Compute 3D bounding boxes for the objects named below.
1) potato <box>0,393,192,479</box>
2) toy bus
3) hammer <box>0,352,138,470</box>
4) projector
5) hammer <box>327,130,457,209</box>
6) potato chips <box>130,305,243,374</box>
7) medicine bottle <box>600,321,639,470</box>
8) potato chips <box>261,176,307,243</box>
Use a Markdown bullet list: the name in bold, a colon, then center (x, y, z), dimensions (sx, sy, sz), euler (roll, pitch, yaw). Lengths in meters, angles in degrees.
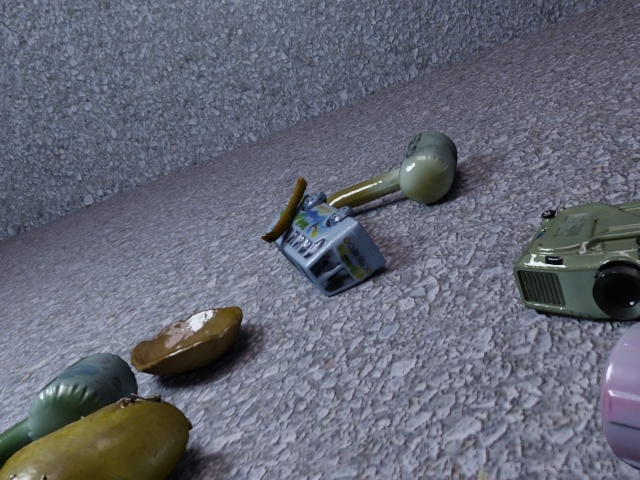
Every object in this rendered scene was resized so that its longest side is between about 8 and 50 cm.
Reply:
- **potato**: center (-0.290, 0.291, 0.834), dimensions (0.172, 0.140, 0.300), euler (-10, 20, 45)
- **toy bus**: center (0.000, 0.000, 1.318), dimensions (0.136, 0.109, 0.329), euler (-37, 20, -6)
- **hammer**: center (-0.428, 0.296, 1.034), dimensions (0.335, 0.119, 0.206), euler (-34, 2, 4)
- **projector**: center (0.371, 0.013, 0.838), dimensions (0.269, 0.088, 0.193), euler (-9, 21, 38)
- **hammer**: center (0.135, -0.116, 1.469), dimensions (0.305, 0.113, 0.202), euler (-22, 15, 23)
- **potato chips**: center (-0.216, 0.176, 1.175), dimensions (0.208, 0.062, 0.195), euler (-24, 13, 6)
- **medicine bottle**: center (0.315, 0.128, 0.529), dimensions (0.135, 0.135, 0.168), euler (-37, 23, -31)
- **potato chips**: center (-0.064, -0.057, 1.363), dimensions (0.026, 0.037, 0.204), euler (-16, 30, 35)
